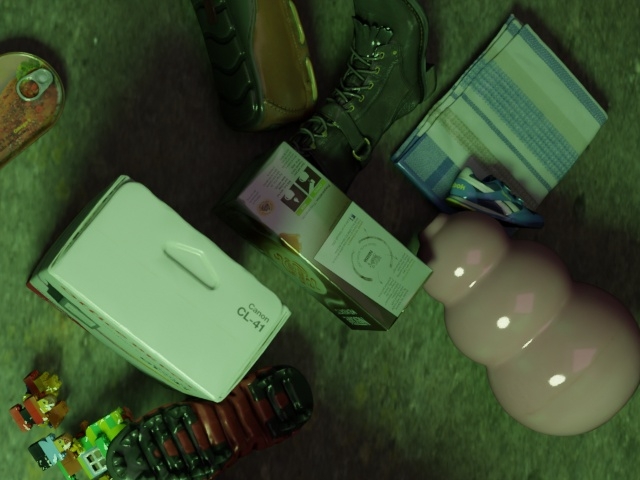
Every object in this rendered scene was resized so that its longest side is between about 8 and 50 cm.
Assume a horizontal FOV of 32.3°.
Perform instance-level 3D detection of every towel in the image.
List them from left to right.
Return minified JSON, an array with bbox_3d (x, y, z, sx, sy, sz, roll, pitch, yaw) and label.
[{"bbox_3d":[0.249,-0.142,1.516,0.209,0.034,0.285,44,77,-13],"label":"towel"}]

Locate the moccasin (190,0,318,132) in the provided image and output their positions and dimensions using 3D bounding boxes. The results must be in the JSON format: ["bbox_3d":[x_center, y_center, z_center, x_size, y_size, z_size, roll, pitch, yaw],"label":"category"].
[{"bbox_3d":[-0.080,-0.327,1.370,0.147,0.139,0.380,-19,93,-40],"label":"moccasin"}]

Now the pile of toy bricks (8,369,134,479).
[{"bbox_3d":[-0.258,0.233,1.279,0.105,0.118,0.212,-31,97,3],"label":"pile of toy bricks"}]

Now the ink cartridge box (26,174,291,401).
[{"bbox_3d":[-0.192,0.059,1.219,0.226,0.306,0.131,39,76,-11],"label":"ink cartridge box"}]

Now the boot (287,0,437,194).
[{"bbox_3d":[0.040,-0.183,1.371,0.229,0.091,0.263,-48,140,-18],"label":"boot"}]

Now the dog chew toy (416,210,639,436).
[{"bbox_3d":[0.256,0.094,1.424,0.332,0.206,0.206,45,75,-1],"label":"dog chew toy"}]

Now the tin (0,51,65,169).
[{"bbox_3d":[-0.391,-0.144,1.312,0.190,0.040,0.106,-42,103,-16],"label":"tin"}]

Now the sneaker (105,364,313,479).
[{"bbox_3d":[-0.141,0.228,1.297,0.276,0.135,0.097,-18,83,-41],"label":"sneaker"}]

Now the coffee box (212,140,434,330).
[{"bbox_3d":[0.000,0.000,1.371,0.246,0.141,0.098,40,76,-11],"label":"coffee box"}]

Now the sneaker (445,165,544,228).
[{"bbox_3d":[0.238,-0.053,1.468,0.144,0.053,0.059,20,82,-18],"label":"sneaker"}]
